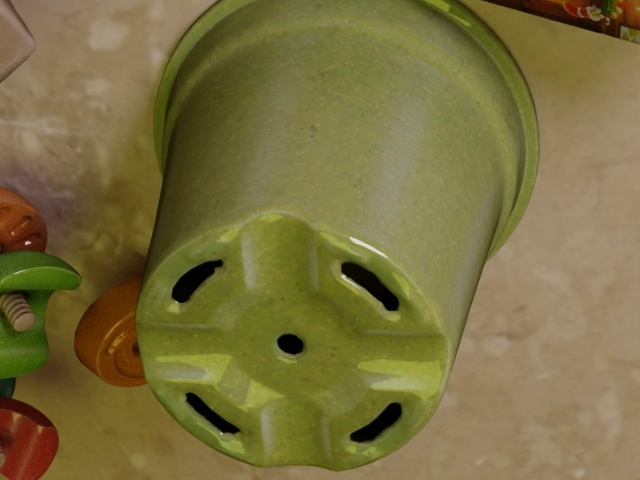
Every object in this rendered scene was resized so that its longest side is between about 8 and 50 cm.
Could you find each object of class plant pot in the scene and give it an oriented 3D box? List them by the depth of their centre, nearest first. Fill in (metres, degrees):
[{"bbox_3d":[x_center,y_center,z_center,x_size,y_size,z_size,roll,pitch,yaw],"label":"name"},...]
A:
[{"bbox_3d":[0.000,0.000,0.829,0.276,0.254,0.276,4,123,6],"label":"plant pot"}]

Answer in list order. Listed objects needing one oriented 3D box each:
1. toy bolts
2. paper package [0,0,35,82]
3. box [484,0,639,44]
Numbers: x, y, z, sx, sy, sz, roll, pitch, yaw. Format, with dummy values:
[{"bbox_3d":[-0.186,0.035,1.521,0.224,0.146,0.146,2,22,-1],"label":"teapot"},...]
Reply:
[{"bbox_3d":[-0.234,0.065,1.014,0.218,0.158,0.228,6,123,-44],"label":"toy bolts"},{"bbox_3d":[-0.390,-0.138,0.772,0.325,0.168,0.309,-40,119,-1],"label":"paper package"},{"bbox_3d":[0.153,-0.236,0.676,0.201,0.057,0.293,21,145,26],"label":"box"}]
